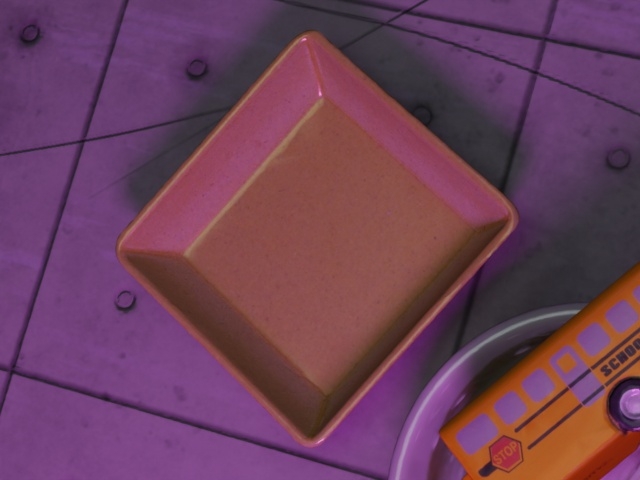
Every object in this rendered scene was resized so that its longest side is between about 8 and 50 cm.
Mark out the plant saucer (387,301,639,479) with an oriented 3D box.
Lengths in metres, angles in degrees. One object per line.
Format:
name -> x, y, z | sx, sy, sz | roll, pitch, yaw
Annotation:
plant saucer -> 0.267, 0.264, 1.868 | 0.400, 0.100, 0.401 | -4, 77, 17

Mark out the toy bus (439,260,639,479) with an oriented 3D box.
toy bus -> 0.231, 0.171, 1.789 | 0.332, 0.108, 0.130 | -41, 68, 6

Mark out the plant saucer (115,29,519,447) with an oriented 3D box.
plant saucer -> 0.000, 0.000, 2.027 | 0.333, 0.081, 0.333 | 43, 94, 22
